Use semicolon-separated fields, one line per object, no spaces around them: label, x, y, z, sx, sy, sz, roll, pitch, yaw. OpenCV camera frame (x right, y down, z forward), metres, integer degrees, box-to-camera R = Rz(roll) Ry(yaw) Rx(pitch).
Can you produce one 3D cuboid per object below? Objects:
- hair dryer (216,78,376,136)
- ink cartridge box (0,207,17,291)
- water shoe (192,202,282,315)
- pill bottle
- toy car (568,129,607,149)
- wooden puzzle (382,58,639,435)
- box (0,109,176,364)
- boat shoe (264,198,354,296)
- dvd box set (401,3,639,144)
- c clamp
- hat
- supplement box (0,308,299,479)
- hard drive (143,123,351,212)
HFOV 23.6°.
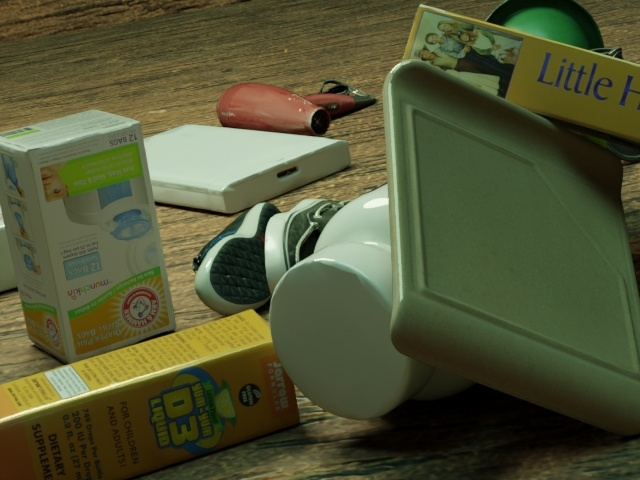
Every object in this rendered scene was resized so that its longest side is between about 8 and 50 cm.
hair dryer;-0.032;-0.193;2.106;0.223;0.080;0.293;-9;18;0
ink cartridge box;-0.405;0.021;1.639;0.175;0.072;0.127;-18;18;-22
water shoe;-0.085;0.031;1.476;0.080;0.073;0.203;-32;8;25
pill bottle;0.099;0.024;1.196;0.169;0.169;0.301;4;21;38
toy car;0.195;-0.064;1.507;0.182;0.159;0.136;-8;52;4
wooden puzzle;0.135;0.006;1.083;0.221;0.239;0.044;22;-40;-25
box;-0.217;-0.005;1.399;0.114;0.203;0.103;-17;19;-29
boat shoe;0.000;0.000;1.477;0.070;0.078;0.219;-6;16;16
dvd box set;0.297;-0.096;1.267;0.420;0.062;0.307;18;5;15
c clamp;0.348;-0.156;1.716;0.137;0.161;0.022;-40;-5;-21
hat;0.275;-0.173;1.717;0.173;0.208;0.183;-6;11;-12
supplement box;-0.136;0.126;1.152;0.233;0.078;0.080;-17;19;-20
hard drive;-0.140;-0.094;1.918;0.203;0.040;0.307;-24;22;-38
